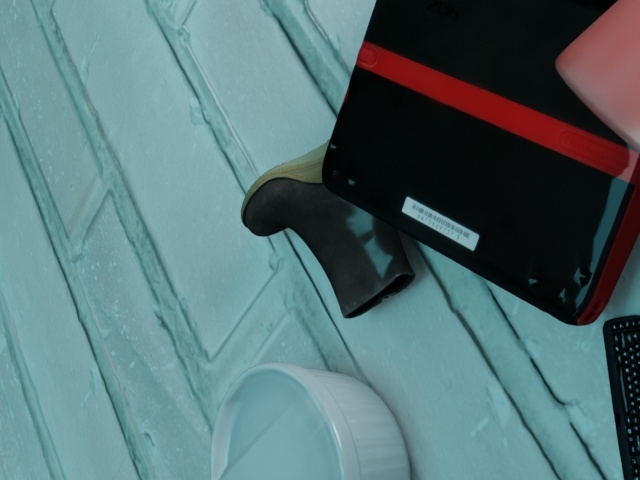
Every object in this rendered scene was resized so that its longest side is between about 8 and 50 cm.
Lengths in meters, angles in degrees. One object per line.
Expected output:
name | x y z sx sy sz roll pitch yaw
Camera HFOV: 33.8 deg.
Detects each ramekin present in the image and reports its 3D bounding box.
ramekin | -0.009 0.278 1.261 0.273 0.127 0.272 0 90 50

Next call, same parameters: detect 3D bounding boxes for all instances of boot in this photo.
boot | 0.000 0.000 1.284 0.248 0.090 0.206 -33 62 41

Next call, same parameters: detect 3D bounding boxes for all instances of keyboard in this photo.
keyboard | 0.302 0.162 0.958 0.100 0.038 0.192 -18 77 49

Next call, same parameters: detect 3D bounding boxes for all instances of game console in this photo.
game console | 0.181 -0.144 1.061 0.387 0.060 0.341 32 111 41

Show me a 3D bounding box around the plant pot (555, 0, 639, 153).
plant pot | 0.350 -0.140 0.750 0.243 0.275 0.275 -53 50 22
